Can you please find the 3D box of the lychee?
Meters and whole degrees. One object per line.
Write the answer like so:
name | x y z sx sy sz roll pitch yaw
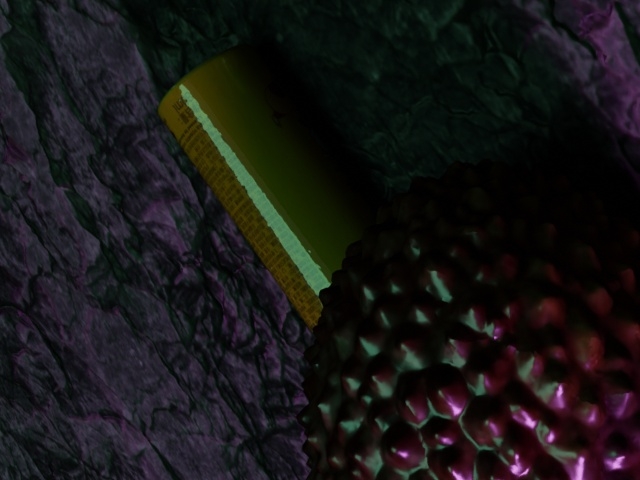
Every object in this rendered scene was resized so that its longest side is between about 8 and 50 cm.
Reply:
lychee | 0.131 0.109 0.946 0.306 0.306 0.330 -3 106 50

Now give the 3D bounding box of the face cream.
face cream | 0.000 0.000 1.180 0.348 0.105 0.105 55 144 6
